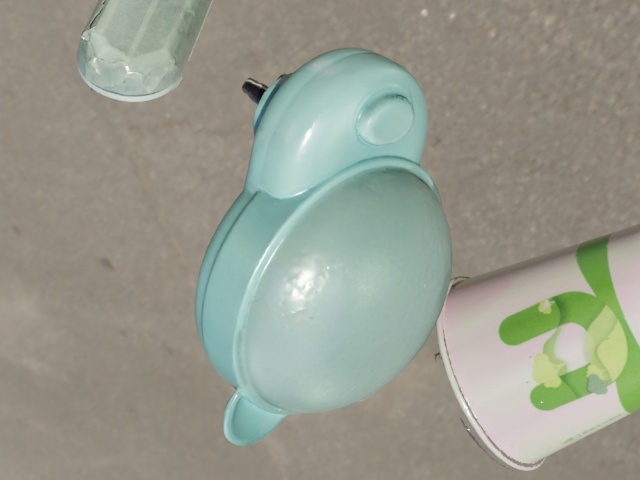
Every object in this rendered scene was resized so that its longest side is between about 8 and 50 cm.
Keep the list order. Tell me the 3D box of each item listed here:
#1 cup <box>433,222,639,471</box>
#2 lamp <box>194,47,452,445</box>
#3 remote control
[{"bbox_3d":[0.312,0.114,1.522,0.274,0.253,0.253,-26,104,29],"label":"cup"},{"bbox_3d":[0.009,0.003,0.927,0.147,0.209,0.284,9,106,42],"label":"lamp"},{"bbox_3d":[-0.165,-0.232,1.265,0.104,0.247,0.052,14,141,0],"label":"remote control"}]
